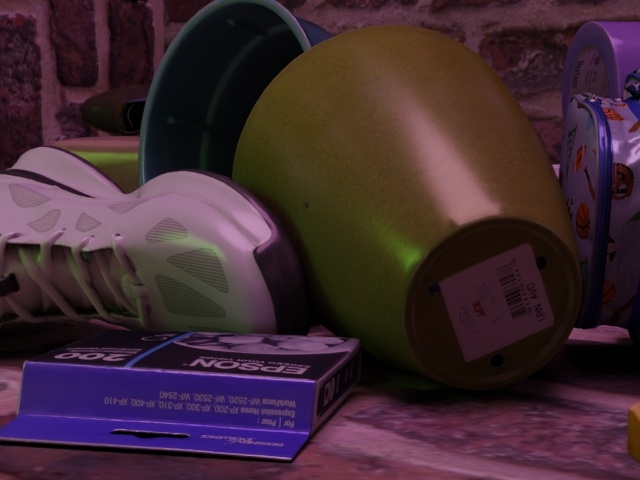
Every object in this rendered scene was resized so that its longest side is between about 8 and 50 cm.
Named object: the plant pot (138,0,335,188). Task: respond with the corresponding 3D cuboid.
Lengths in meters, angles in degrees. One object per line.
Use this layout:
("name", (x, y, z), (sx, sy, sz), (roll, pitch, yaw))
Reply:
("plant pot", (0.012, -0.102, 1.654), (0.334, 0.341, 0.341), (5, 1, -41))

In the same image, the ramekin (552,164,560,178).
("ramekin", (0.362, -0.034, 1.823), (0.272, 0.127, 0.273), (0, 7, 0))

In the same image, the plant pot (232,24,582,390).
("plant pot", (0.089, -0.008, 1.094), (0.274, 0.275, 0.293), (-1, 21, -14))

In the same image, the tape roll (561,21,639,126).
("tape roll", (0.378, -0.184, 1.739), (0.080, 0.189, 0.189), (-1, 6, -11))

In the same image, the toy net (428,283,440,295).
("toy net", (0.170, 0.053, 1.372), (0.232, 0.045, 0.122), (6, 8, 44))

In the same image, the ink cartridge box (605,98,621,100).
("ink cartridge box", (0.372, -0.055, 1.582), (0.158, 0.218, 0.092), (3, 6, 21))

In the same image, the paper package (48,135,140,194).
("paper package", (-0.179, -0.067, 1.956), (0.324, 0.168, 0.309), (1, 6, 16))

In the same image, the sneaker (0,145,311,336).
("sneaker", (-0.227, 0.047, 1.156), (0.257, 0.169, 0.447), (-28, 28, -36))

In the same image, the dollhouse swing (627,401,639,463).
("dollhouse swing", (0.324, 0.026, 0.572), (0.346, 0.315, 0.305), (-1, 26, -6))

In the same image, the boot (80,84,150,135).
("boot", (-0.286, -0.198, 2.051), (0.219, 0.082, 0.106), (3, 2, 23))

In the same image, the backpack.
("backpack", (0.302, -0.018, 1.114), (0.213, 0.277, 0.263), (-5, 13, -5))

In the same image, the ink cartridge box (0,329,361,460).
("ink cartridge box", (-0.091, 0.100, 0.937), (0.206, 0.045, 0.208), (2, 7, 12))
